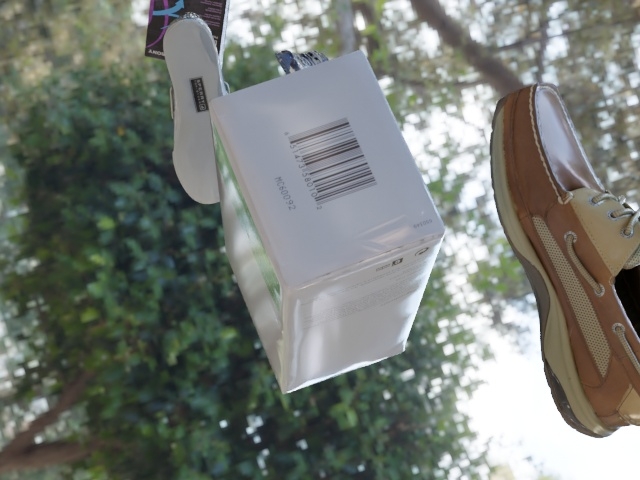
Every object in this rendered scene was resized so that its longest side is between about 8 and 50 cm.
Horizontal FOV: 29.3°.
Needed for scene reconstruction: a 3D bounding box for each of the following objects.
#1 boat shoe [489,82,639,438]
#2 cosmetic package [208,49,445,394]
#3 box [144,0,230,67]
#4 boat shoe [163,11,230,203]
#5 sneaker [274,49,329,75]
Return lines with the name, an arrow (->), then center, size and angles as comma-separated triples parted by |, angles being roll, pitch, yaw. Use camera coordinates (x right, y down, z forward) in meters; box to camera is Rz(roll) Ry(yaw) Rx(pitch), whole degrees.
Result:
boat shoe -> 0.251, 0.011, 1.103 | 0.120, 0.123, 0.323 | -18, -93, 38
cosmetic package -> 0.000, 0.000, 1.192 | 0.365, 0.155, 0.197 | 96, -28, -68
box -> -0.190, -0.335, 1.776 | 0.029, 0.116, 0.162 | -57, 158, -65
boat shoe -> -0.135, -0.153, 1.410 | 0.070, 0.078, 0.219 | -98, -177, -70
sneaker -> -0.018, -0.236, 1.651 | 0.052, 0.058, 0.135 | 59, 9, 14
